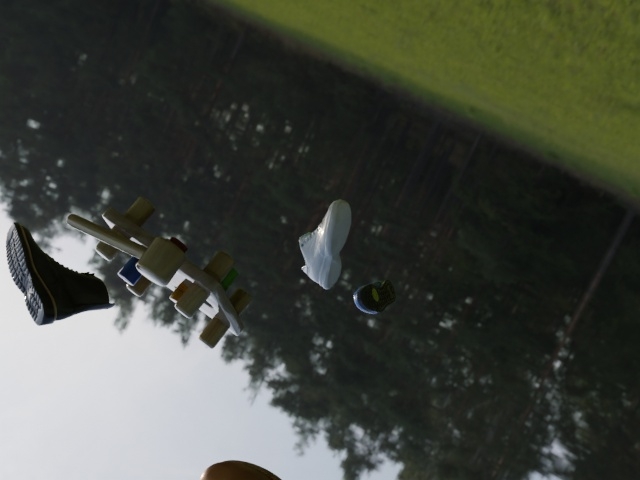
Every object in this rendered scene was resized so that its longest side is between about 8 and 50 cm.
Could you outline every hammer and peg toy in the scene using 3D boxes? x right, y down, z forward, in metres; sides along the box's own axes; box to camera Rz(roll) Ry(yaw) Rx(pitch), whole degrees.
[{"bbox_3d":[-0.266,0.035,1.484,0.266,0.127,0.361,32,163,18],"label":"hammer and peg toy"}]

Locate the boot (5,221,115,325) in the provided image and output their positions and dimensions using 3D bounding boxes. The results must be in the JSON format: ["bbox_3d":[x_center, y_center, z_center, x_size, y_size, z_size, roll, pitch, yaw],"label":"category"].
[{"bbox_3d":[-0.456,0.054,1.487,0.137,0.077,0.198,-8,-117,-42],"label":"boot"}]

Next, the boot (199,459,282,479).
[{"bbox_3d":[-0.126,0.317,0.945,0.220,0.109,0.283,29,-171,-37],"label":"boot"}]

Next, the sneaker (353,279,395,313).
[{"bbox_3d":[0.107,0.137,1.982,0.082,0.069,0.209,-18,178,21],"label":"sneaker"}]

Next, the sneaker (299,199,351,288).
[{"bbox_3d":[0.000,0.000,1.750,0.094,0.212,0.080,29,-142,23],"label":"sneaker"}]
